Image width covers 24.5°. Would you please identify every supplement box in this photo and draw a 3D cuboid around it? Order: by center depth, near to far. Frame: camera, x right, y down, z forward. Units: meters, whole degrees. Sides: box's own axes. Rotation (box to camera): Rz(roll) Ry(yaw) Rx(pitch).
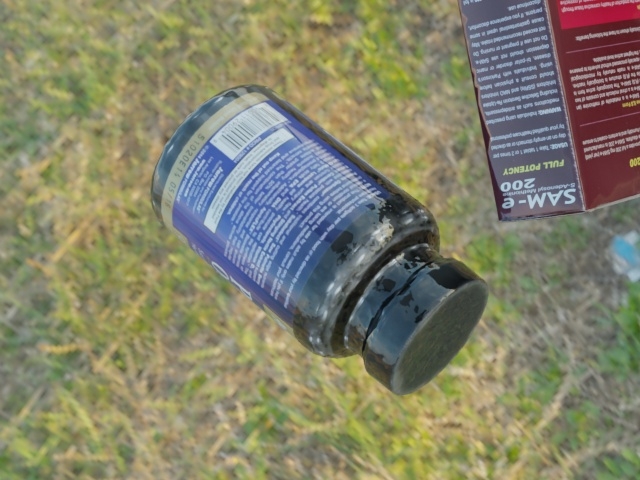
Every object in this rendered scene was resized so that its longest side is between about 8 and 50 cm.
[{"bbox_3d":[0.154,-0.140,0.929,0.073,0.130,0.239,-8,94,46],"label":"supplement box"}]

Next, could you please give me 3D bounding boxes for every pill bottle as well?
[{"bbox_3d":[0.000,0.000,0.981,0.219,0.123,0.123,39,85,25],"label":"pill bottle"}]
